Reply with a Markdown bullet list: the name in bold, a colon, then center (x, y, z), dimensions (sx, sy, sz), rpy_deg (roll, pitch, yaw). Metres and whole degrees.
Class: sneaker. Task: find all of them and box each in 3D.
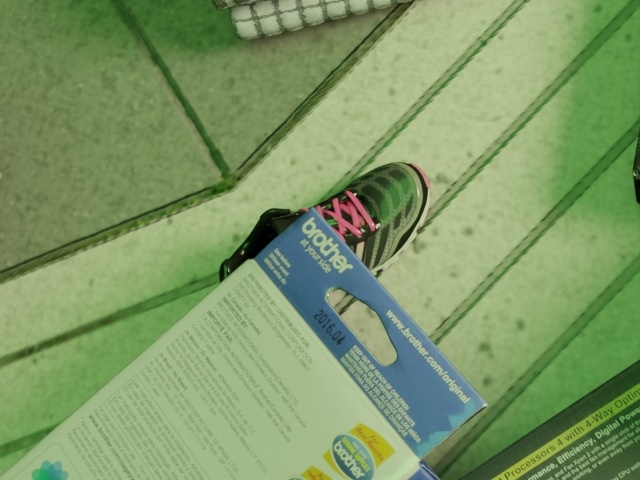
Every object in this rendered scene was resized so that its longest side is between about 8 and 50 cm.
- **sneaker**: center (0.000, 0.000, 0.899), dimensions (0.170, 0.075, 0.063), rpy_deg (-33, 67, 4)

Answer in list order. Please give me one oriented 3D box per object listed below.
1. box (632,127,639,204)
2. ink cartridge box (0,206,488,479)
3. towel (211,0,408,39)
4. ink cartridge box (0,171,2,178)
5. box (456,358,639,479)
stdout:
- **box**: center (0.334, -0.142, 0.855), dimensions (0.216, 0.060, 0.270), rpy_deg (9, 76, 19)
- **ink cartridge box**: center (-0.063, 0.146, 0.801), dimensions (0.311, 0.065, 0.186), rpy_deg (-43, 58, 2)
- **towel**: center (0.014, -0.309, 0.969), dimensions (0.235, 0.121, 0.283), rpy_deg (-15, 69, 11)
- **ink cartridge box**: center (-0.432, 0.001, 0.875), dimensions (0.160, 0.279, 0.384), rpy_deg (43, 80, 7)
- **box**: center (0.154, 0.277, 0.736), dimensions (0.395, 0.097, 0.318), rpy_deg (-35, 62, 4)
